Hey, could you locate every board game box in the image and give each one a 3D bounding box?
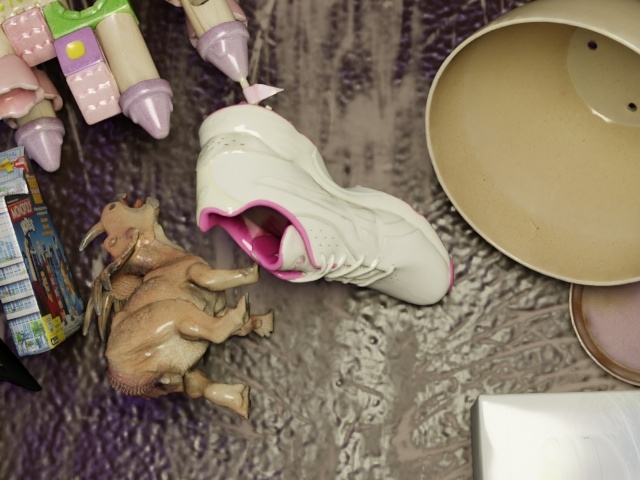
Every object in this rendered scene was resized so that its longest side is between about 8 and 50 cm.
[{"bbox_3d":[-0.294,0.008,1.224,0.060,0.194,0.194,-18,93,0],"label":"board game box"}]

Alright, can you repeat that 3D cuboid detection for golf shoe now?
[{"bbox_3d":[0.000,0.000,1.215,0.306,0.115,0.140,32,47,-23],"label":"golf shoe"}]

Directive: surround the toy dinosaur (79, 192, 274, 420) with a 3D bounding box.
[{"bbox_3d":[-0.158,0.081,1.219,0.200,0.295,0.127,1,121,7],"label":"toy dinosaur"}]

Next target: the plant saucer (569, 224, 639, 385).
[{"bbox_3d":[0.334,0.066,1.280,0.168,0.029,0.168,-1,78,3],"label":"plant saucer"}]

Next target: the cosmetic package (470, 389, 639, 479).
[{"bbox_3d":[0.259,0.257,1.190,0.225,0.138,0.224,-3,78,4],"label":"cosmetic package"}]

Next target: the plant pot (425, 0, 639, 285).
[{"bbox_3d":[0.271,-0.125,1.227,0.284,0.284,0.191,35,48,10],"label":"plant pot"}]

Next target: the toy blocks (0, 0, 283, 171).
[{"bbox_3d":[-0.218,-0.203,1.227,0.288,0.309,0.260,-23,71,-1],"label":"toy blocks"}]

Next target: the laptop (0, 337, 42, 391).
[{"bbox_3d":[-0.339,-0.002,1.232,0.136,0.234,0.264,-41,78,-5],"label":"laptop"}]
